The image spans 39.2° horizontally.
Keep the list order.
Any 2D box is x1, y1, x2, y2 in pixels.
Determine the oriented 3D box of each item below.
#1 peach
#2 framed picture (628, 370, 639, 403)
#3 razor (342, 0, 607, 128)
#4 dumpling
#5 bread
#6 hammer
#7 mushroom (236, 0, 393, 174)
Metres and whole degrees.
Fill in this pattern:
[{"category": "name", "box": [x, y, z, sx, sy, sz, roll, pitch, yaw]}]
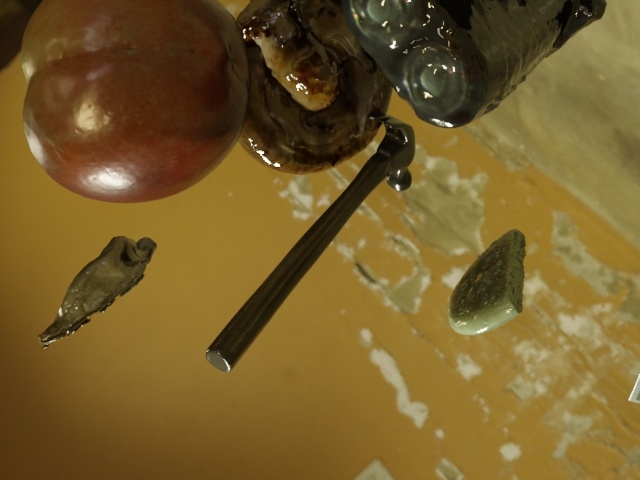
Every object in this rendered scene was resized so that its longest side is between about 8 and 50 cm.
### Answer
[{"category": "peach", "box": [-0.190, -0.163, 0.949, 0.252, 0.252, 0.252, 46, -179, -1]}, {"category": "framed picture", "box": [0.536, 0.214, 1.257, 0.183, 0.011, 0.142, 13, 147, 16]}, {"category": "razor", "box": [0.160, -0.238, 0.905, 0.189, 0.327, 0.107, 54, 137, -1]}, {"category": "dumpling", "box": [-0.429, 0.073, 1.781, 0.166, 0.332, 0.086, -21, 115, 47]}, {"category": "bread", "box": [0.196, 0.057, 1.101, 0.036, 0.112, 0.193, 45, -150, -11]}, {"category": "hammer", "box": [0.000, 0.000, 1.185, 0.044, 0.440, 0.168, 25, 149, 24]}, {"category": "mushroom", "box": [-0.024, -0.238, 1.218, 0.195, 0.263, 0.283, 53, 175, 31]}]
